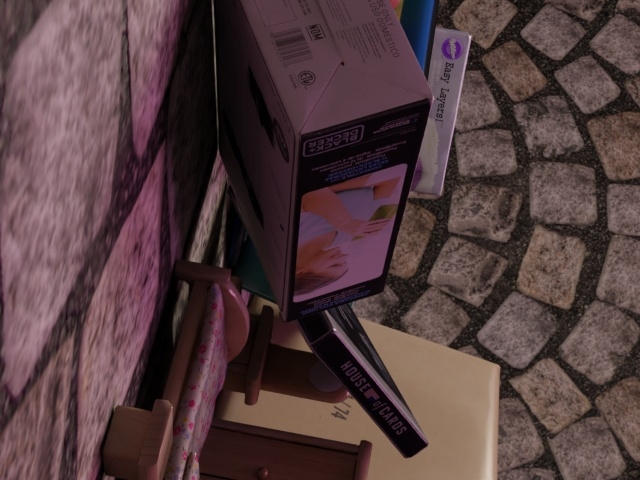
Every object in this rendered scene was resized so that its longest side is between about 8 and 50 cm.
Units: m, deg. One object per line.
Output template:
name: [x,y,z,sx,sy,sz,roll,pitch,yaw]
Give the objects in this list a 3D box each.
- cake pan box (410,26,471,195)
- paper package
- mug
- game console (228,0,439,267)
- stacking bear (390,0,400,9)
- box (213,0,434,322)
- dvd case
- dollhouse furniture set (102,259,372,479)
cake pan box: [0.091,-0.218,1.898,0.070,0.246,0.266,-75,176,-77]
paper package: [0.027,0.238,1.324,0.325,0.310,0.168,-75,-176,-57]
mug: [-0.019,0.026,1.315,0.158,0.129,0.097,68,46,-84]
game console: [0.015,-0.141,1.248,0.293,0.250,0.173,-78,152,-43]
stacking bear: [0.031,-0.264,1.119,0.175,0.164,0.289,-12,-132,49]
box: [-0.009,-0.078,0.864,0.290,0.087,0.169,97,-27,-63]
dvd case: [0.004,0.063,1.092,0.179,0.030,0.238,52,6,-40]
dollhouse furniture set: [-0.034,0.119,0.941,0.355,0.174,0.303,99,2,-56]
